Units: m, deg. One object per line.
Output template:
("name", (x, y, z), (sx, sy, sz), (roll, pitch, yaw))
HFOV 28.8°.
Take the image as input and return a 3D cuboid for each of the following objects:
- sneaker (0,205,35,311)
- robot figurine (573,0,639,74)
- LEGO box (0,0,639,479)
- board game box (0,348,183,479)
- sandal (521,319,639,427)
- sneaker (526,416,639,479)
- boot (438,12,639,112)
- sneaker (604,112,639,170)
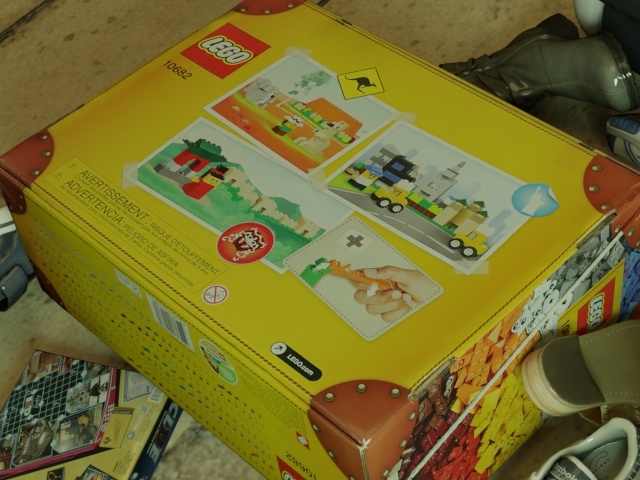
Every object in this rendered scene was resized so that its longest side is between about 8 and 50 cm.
("sneaker", (-0.377, 0.059, 1.295), (0.321, 0.126, 0.127), (-23, 79, -19))
("robot figurine", (0.396, -0.241, 1.307), (0.173, 0.209, 0.278), (-44, 54, -5))
("LEGO box", (0.000, 0.000, 1.174), (0.372, 0.193, 0.500), (-37, 52, -26))
("board game box", (-0.250, 0.226, 1.175), (0.165, 0.042, 0.243), (10, 55, 21))
("sandal", (0.238, 0.123, 1.077), (0.079, 0.240, 0.088), (-36, 62, 41))
("sneaker", (0.176, 0.234, 1.027), (0.235, 0.095, 0.090), (-40, 57, -12))
("boot", (0.225, -0.161, 1.322), (0.161, 0.083, 0.246), (-24, 23, -3))
("sneaker", (0.371, -0.044, 1.198), (0.112, 0.131, 0.296), (-8, 22, -22))
